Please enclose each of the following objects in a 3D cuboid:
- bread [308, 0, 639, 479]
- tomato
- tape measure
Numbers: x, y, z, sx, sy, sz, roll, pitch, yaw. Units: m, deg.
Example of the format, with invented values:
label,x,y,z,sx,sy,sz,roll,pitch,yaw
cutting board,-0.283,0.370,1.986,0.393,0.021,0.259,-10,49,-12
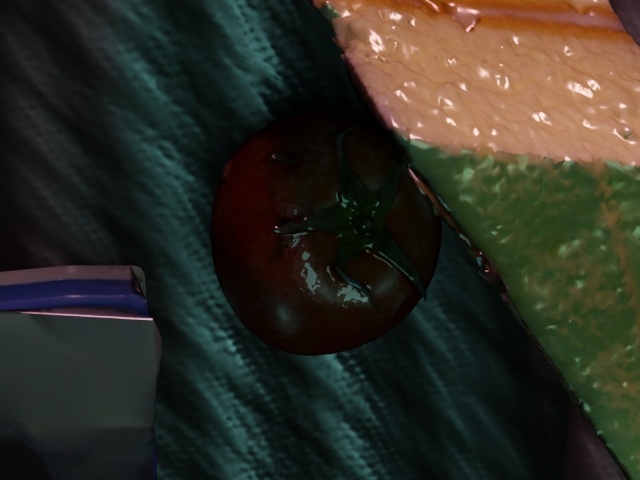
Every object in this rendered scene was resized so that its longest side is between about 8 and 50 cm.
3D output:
label,x,y,z,sx,sy,sz,roll,pitch,yaw
bread,0.110,0.000,1.131,0.242,0.345,0.405,-7,119,-14
tomato,0.000,0.000,1.196,0.167,0.167,0.167,-3,111,-8
tape measure,-0.239,0.146,1.219,0.259,0.138,0.262,-5,112,-6
